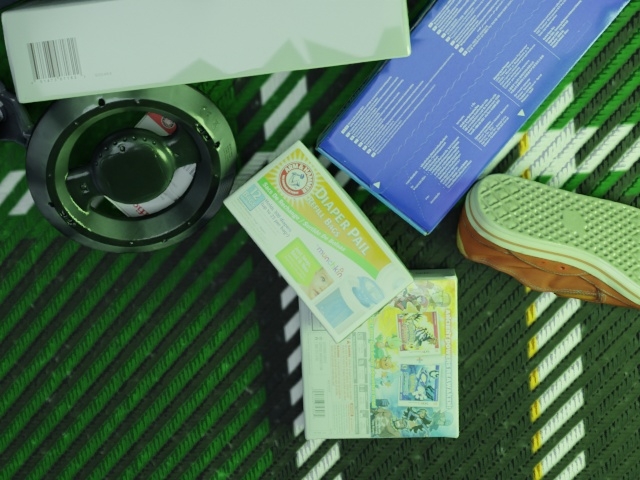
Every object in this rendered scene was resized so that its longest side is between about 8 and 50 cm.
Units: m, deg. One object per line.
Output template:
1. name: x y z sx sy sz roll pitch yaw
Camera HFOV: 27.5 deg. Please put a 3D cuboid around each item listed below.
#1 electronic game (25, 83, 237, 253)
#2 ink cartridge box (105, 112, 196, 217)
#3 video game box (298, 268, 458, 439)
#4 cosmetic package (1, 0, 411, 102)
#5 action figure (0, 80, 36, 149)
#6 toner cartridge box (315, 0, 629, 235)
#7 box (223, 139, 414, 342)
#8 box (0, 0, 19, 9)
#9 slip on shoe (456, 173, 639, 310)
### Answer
1. electronic game: -0.205 -0.082 1.424 0.229 0.048 0.229 -6 125 -9
2. ink cartridge box: -0.183 -0.090 1.497 0.099 0.056 0.135 42 104 -10
3. video game box: 0.071 0.136 1.558 0.187 0.048 0.205 0 106 5
4. cosmetic package: -0.101 -0.232 1.335 0.377 0.284 0.097 -7 105 4
5. action figure: -0.489 -0.164 1.381 0.341 0.330 0.178 23 67 15
6. toner cartridge box: 0.165 -0.191 1.445 0.165 0.075 0.348 39 104 -7
7. box: 0.000 0.000 1.463 0.114 0.103 0.203 -40 87 3
8. box: -0.261 -0.431 1.260 0.395 0.212 0.293 -24 122 1
9. slip on shoe: 0.307 0.020 1.494 0.331 0.123 0.101 18 145 -11
